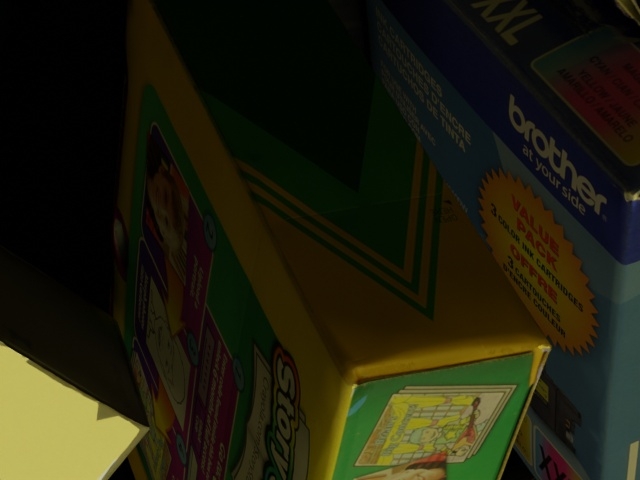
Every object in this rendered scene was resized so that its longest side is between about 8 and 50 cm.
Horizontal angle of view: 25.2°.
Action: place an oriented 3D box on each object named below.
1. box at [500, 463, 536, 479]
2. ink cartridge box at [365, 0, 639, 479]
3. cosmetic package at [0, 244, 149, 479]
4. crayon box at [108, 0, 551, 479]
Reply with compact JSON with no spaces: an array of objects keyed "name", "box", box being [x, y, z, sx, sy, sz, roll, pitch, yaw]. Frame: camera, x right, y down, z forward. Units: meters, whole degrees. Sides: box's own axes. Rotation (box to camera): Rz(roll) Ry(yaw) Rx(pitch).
[{"name":"box","box":[0.316,0.299,1.264,0.312,0.179,0.343,-24,148,28]},{"name":"ink cartridge box","box":[0.150,-0.046,0.816,0.151,0.270,0.395,-24,140,-15]},{"name":"cosmetic package","box":[-0.243,0.165,0.828,0.113,0.160,0.309,37,98,-24]},{"name":"crayon box","box":[-0.026,0.075,0.805,0.106,0.313,0.363,-10,137,-22]}]
